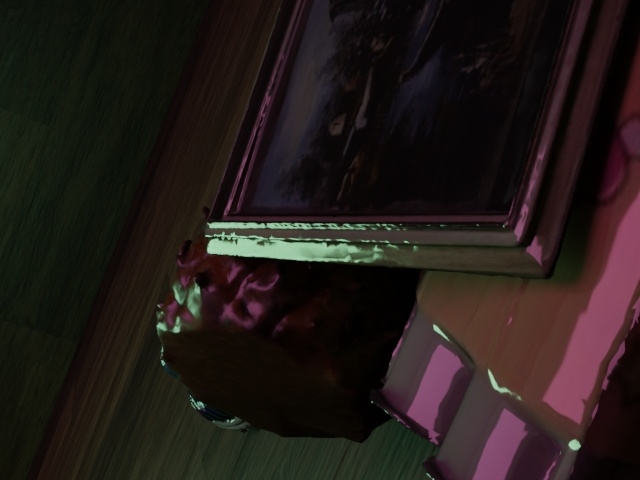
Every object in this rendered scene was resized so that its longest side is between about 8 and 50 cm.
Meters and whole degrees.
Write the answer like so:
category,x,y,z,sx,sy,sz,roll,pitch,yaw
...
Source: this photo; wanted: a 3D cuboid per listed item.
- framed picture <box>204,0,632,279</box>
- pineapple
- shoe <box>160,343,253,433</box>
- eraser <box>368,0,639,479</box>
category,x,y,z,sx,sy,sz,roll,pitch,yaw
framed picture,0.046,-0.131,0.429,0.232,0.019,0.296,1,70,56
pineapple,0.029,-0.059,0.634,0.165,0.165,0.365,-48,18,54
shoe,-0.075,0.089,0.844,0.207,0.106,0.092,127,160,-61
eraser,0.120,-0.046,0.374,0.171,0.087,0.291,-133,65,-74
